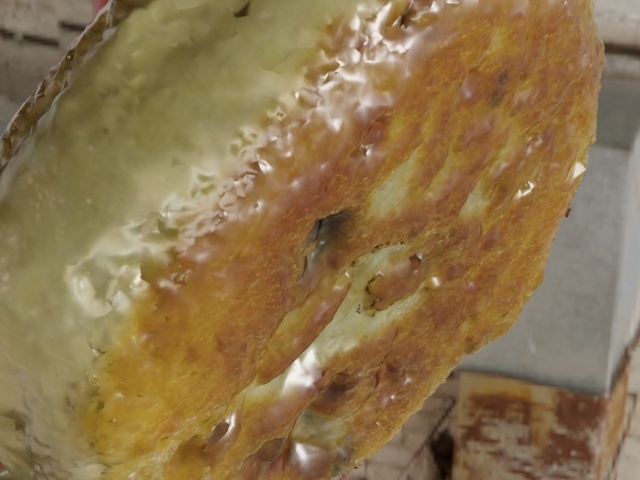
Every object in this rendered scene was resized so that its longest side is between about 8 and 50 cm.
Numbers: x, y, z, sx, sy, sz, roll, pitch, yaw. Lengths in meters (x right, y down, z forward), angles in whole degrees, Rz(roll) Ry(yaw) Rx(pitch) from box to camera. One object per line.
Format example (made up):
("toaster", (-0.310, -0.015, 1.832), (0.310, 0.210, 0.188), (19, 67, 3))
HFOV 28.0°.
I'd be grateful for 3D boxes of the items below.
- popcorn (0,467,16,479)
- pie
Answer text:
("popcorn", (-0.188, 0.228, 0.660), (0.235, 0.217, 0.181), (19, -170, 26))
("pie", (0.000, 0.000, 0.534), (0.315, 0.315, 0.092), (-18, -134, -33))
